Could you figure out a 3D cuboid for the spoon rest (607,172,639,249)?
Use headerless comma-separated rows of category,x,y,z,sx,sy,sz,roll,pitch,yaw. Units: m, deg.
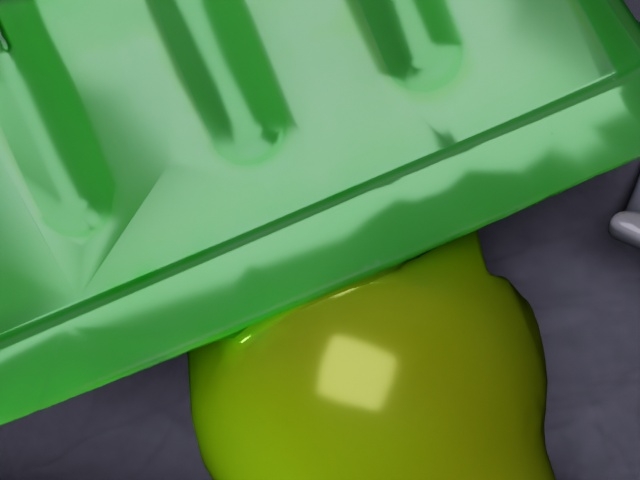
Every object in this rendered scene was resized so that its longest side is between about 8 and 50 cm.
spoon rest,0.227,-0.107,0.811,0.137,0.084,0.276,27,77,5

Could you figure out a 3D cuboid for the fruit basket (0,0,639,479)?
fruit basket,0.000,0.000,0.741,0.392,0.283,0.392,-2,112,-4
